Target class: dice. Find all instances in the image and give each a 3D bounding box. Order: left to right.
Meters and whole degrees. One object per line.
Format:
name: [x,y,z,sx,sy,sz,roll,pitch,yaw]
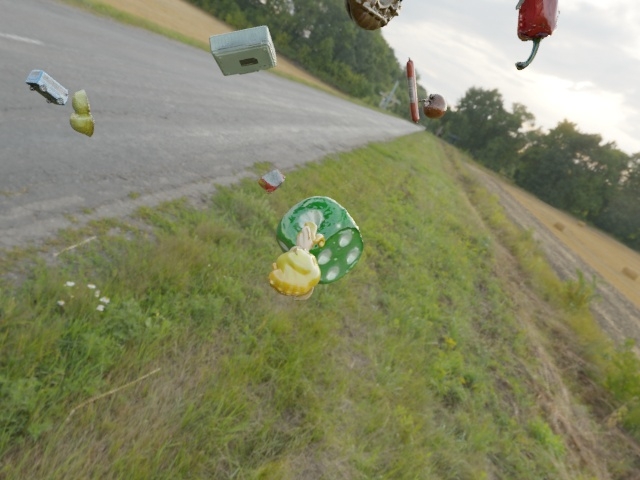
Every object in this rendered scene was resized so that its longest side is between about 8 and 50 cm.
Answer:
dice: [0.000,0.000,1.946,0.287,0.297,0.300,37,-20,41]

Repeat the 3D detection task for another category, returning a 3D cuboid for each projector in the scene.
projector: [-0.333,-0.817,1.894,0.256,0.099,0.192,-10,-9,3]

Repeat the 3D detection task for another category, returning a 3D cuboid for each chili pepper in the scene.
chili pepper: [0.595,-0.667,1.170,0.110,0.388,0.110,-2,18,1]

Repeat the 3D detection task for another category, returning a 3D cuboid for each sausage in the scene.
sausage: [0.357,-0.577,1.675,0.034,0.253,0.034,-9,29,5]

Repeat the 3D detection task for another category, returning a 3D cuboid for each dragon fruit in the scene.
dragon fruit: [-0.154,-0.177,1.338,0.056,0.060,0.083,48,47,-2]

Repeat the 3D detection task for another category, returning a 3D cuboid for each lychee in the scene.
lychee: [0.476,-0.565,1.825,0.101,0.114,0.140,47,15,23]

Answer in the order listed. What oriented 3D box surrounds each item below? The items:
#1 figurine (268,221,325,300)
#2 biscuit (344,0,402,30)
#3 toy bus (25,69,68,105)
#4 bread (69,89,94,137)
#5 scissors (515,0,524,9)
figurine: [-0.055,0.055,1.167,0.131,0.156,0.246,18,51,1]
biscuit: [0.204,-0.941,1.612,0.115,0.268,0.366,48,-8,21]
toy bus: [-0.614,-0.343,0.978,0.038,0.046,0.083,10,-15,17]
bread: [-0.856,-0.453,1.546,0.065,0.149,0.188,-8,40,-38]
scissors: [0.454,-0.560,0.875,0.100,0.189,0.015,8,50,-16]
